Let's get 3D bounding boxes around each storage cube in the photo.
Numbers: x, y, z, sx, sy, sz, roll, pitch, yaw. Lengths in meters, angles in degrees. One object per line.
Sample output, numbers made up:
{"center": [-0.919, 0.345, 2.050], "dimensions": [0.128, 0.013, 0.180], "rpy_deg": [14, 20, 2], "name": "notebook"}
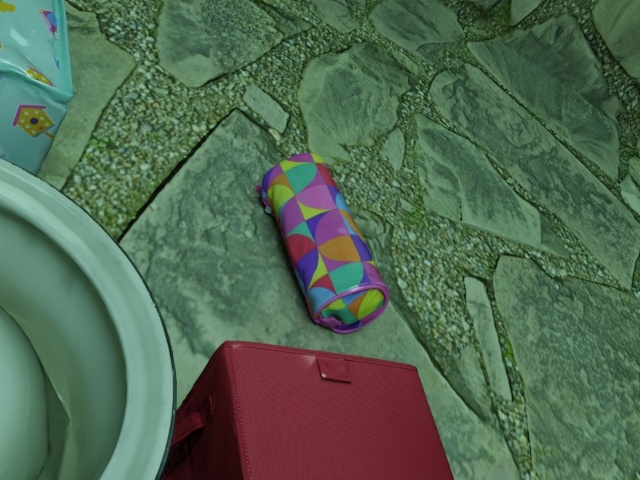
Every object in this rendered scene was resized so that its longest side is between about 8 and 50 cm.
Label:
{"center": [-0.015, 0.217, 0.622], "dimensions": [0.215, 0.183, 0.193], "rpy_deg": [14, 42, -29], "name": "storage cube"}

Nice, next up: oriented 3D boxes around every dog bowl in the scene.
{"center": [-0.314, 0.105, 0.524], "dimensions": [0.408, 0.150, 0.407], "rpy_deg": [22, 40, -19], "name": "dog bowl"}

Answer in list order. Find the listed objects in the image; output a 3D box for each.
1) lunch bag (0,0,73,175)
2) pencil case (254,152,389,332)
{"center": [-0.345, -0.155, 0.738], "dimensions": [0.160, 0.223, 0.262], "rpy_deg": [13, 40, -37], "name": "lunch bag"}
{"center": [0.000, 0.000, 0.964], "dimensions": [0.105, 0.104, 0.236], "rpy_deg": [6, 43, -35], "name": "pencil case"}
